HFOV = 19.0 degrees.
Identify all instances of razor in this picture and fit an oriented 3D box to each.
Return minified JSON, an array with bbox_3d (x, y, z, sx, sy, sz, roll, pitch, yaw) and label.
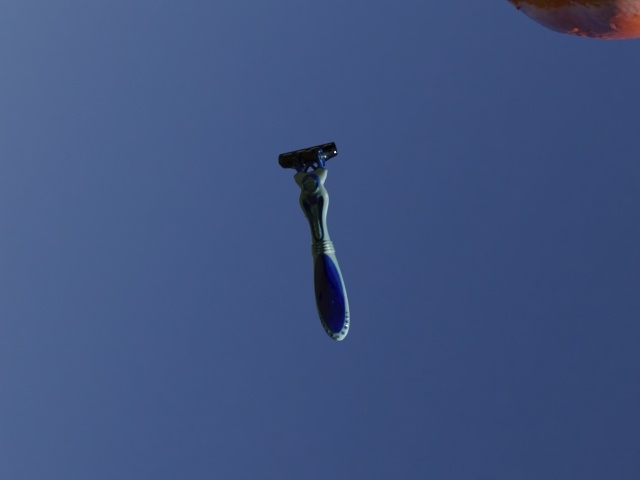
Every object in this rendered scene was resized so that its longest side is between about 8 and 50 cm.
[{"bbox_3d":[-0.001,-0.002,1.361,0.028,0.044,0.154,68,12,-63],"label":"razor"}]

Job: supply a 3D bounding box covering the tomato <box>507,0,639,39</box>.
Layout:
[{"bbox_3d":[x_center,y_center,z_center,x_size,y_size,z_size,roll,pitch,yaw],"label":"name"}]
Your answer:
[{"bbox_3d":[0.208,-0.249,1.345,0.184,0.208,0.208,-40,-170,-32],"label":"tomato"}]
